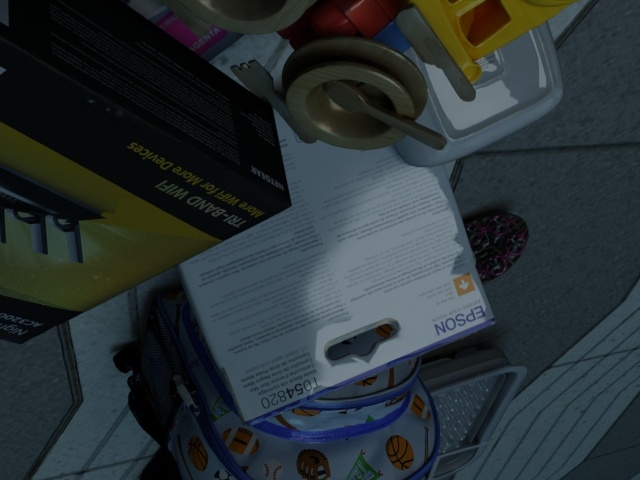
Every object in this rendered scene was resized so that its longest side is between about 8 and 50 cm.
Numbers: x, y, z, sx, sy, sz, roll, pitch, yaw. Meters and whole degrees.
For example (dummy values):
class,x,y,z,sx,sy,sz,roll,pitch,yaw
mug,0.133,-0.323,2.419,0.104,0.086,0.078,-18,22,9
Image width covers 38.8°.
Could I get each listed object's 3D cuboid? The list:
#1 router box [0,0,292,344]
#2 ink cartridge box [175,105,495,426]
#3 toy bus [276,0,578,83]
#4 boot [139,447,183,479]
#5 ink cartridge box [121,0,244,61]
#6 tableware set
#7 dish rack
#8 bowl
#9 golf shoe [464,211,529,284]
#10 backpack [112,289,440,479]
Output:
class,x,y,z,sx,sy,sz,roll,pitch,yaw
router box,-0.203,-0.051,0.490,0.243,0.081,0.309,-26,150,25
ink cartridge box,0.000,0.000,0.707,0.223,0.223,0.045,-21,-172,-9
toy bus,0.051,-0.189,0.501,0.211,0.149,0.220,-36,146,7
boot,-0.083,0.269,1.113,0.207,0.094,0.246,5,143,-35
ink cartridge box,-0.161,-0.175,0.465,0.186,0.065,0.311,-35,145,11
tableware set,-0.011,-0.104,0.486,0.128,0.039,0.194,-11,143,34
dish rack,0.124,0.266,1.285,0.286,0.072,0.332,-14,146,-19
bowl,0.106,-0.131,0.656,0.142,0.053,0.142,-25,108,-6
golf shoe,0.142,0.032,0.987,0.186,0.067,0.086,-38,178,8
backpack,-0.018,0.145,0.829,0.277,0.263,0.213,-9,144,-25
